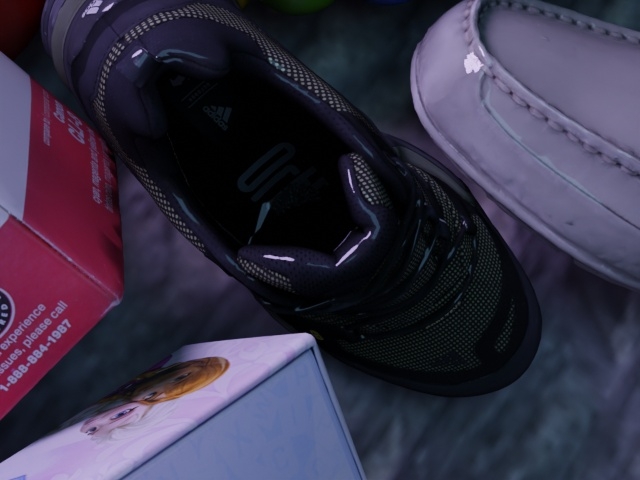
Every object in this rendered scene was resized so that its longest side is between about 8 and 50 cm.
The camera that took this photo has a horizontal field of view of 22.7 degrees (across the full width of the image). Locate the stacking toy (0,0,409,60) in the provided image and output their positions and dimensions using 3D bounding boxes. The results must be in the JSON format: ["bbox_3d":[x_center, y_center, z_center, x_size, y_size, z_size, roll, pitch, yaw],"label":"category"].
[{"bbox_3d":[-0.026,-0.132,0.587,0.330,0.141,0.141,-17,83,-9],"label":"stacking toy"}]

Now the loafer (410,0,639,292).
[{"bbox_3d":[0.189,-0.024,0.597,0.319,0.111,0.112,20,45,-13],"label":"loafer"}]

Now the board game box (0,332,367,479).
[{"bbox_3d":[-0.067,0.234,0.410,0.318,0.066,0.318,-31,106,-42],"label":"board game box"}]

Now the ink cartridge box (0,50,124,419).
[{"bbox_3d":[-0.166,-0.019,0.472,0.128,0.127,0.176,-43,114,12],"label":"ink cartridge box"}]

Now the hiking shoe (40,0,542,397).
[{"bbox_3d":[0.000,0.000,0.531,0.086,0.114,0.227,-45,120,12],"label":"hiking shoe"}]
